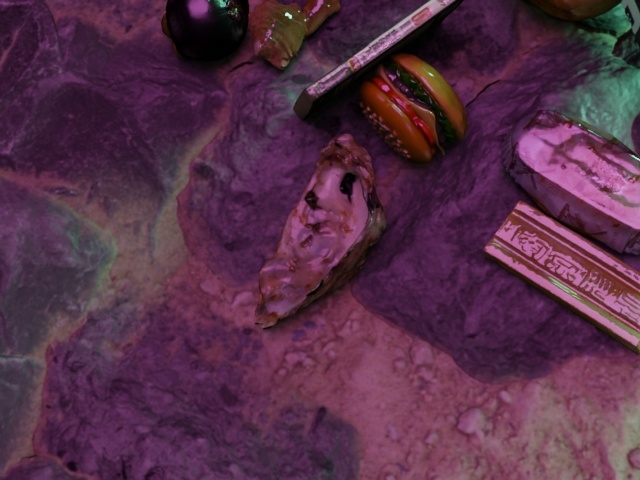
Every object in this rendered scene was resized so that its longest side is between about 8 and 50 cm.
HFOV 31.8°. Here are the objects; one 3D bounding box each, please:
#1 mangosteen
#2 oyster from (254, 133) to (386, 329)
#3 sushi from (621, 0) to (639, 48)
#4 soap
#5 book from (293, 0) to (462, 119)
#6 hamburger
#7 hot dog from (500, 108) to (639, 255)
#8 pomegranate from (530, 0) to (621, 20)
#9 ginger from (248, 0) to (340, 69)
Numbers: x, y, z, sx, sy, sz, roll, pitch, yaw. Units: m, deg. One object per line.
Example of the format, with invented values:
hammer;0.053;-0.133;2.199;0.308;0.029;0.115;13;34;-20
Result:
mangosteen;-0.183;-0.333;1.687;0.151;0.137;0.137;-10;67;40
oyster;-0.002;-0.001;1.575;0.166;0.094;0.294;37;90;35
sushi;0.482;-0.388;1.513;0.064;0.343;0.359;16;68;40
soap;0.352;0.048;1.527;0.252;0.037;0.092;33;80;16
book;0.081;-0.265;1.583;0.264;0.202;0.027;-36;93;-5
hamburger;0.131;-0.183;1.573;0.115;0.162;0.162;-42;72;-1
hot dog;0.371;-0.082;1.549;0.268;0.075;0.144;39;85;14
pomegranate;0.371;-0.434;1.589;0.248;0.248;0.248;-2;72;7
ginger;-0.048;-0.335;1.689;0.096;0.067;0.165;42;72;-3
